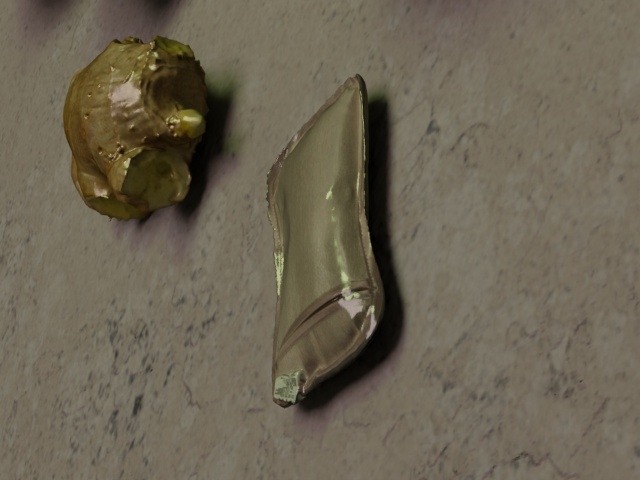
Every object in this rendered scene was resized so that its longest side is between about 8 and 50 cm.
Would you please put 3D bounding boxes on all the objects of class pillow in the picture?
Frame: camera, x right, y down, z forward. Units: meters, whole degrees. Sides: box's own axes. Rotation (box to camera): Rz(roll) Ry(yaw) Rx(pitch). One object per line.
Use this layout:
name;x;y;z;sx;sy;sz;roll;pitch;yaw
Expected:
pillow;0.000;0.000;1.279;0.130;0.038;0.232;-45;36;42

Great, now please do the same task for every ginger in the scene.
ginger;-0.152;-0.096;1.538;0.216;0.102;0.157;1;79;60
